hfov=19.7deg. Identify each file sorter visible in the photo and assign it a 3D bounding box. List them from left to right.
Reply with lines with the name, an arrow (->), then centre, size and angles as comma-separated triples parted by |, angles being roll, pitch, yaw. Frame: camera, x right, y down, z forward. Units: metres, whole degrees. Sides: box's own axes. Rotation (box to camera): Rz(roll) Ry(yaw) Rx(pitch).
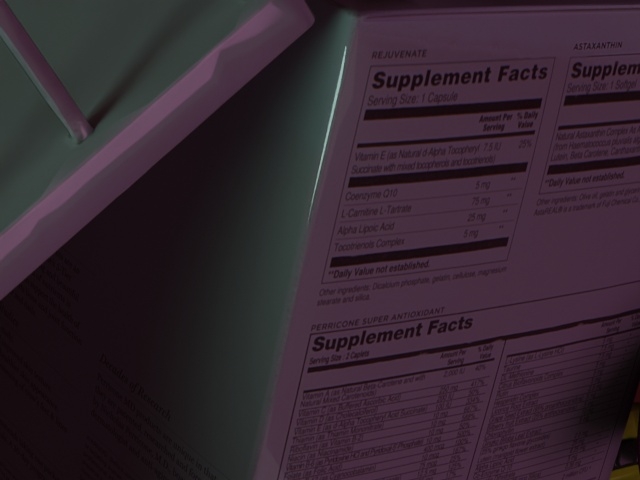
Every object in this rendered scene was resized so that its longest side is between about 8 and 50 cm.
file sorter -> -0.188, -0.064, 0.519 | 0.277, 0.193, 0.173 | -43, 133, -12

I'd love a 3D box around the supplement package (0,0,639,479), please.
supplement package -> 0.000, 0.000, 0.713 | 0.198, 0.199, 0.263 | -7, 120, -39

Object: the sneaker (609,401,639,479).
sneaker -> 0.039, 0.146, 0.898 | 0.295, 0.123, 0.109 | -8, 88, -17

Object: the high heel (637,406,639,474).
high heel -> 0.215, -0.039, 0.740 | 0.377, 0.127, 0.181 | -52, 145, -48
